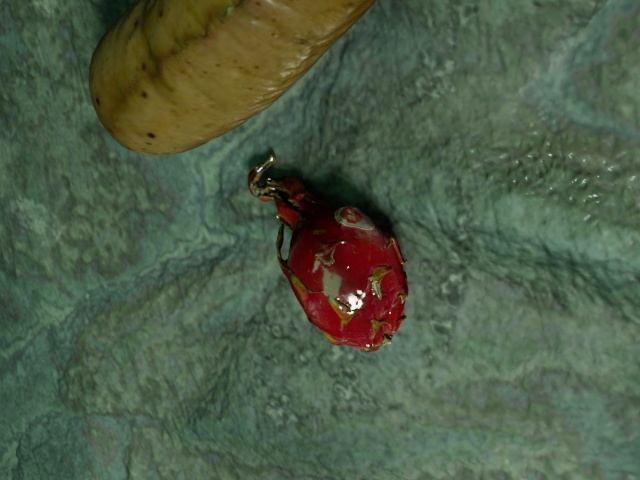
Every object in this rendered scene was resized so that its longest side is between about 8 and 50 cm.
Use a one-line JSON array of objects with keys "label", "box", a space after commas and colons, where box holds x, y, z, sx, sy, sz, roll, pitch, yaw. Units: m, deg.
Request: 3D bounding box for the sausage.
[{"label": "sausage", "box": [-0.006, -0.210, 0.690, 0.501, 0.123, 0.136, -39, 54, 38]}]

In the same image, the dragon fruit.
[{"label": "dragon fruit", "box": [0.000, 0.000, 0.785, 0.190, 0.094, 0.094, 54, 129, 21]}]
